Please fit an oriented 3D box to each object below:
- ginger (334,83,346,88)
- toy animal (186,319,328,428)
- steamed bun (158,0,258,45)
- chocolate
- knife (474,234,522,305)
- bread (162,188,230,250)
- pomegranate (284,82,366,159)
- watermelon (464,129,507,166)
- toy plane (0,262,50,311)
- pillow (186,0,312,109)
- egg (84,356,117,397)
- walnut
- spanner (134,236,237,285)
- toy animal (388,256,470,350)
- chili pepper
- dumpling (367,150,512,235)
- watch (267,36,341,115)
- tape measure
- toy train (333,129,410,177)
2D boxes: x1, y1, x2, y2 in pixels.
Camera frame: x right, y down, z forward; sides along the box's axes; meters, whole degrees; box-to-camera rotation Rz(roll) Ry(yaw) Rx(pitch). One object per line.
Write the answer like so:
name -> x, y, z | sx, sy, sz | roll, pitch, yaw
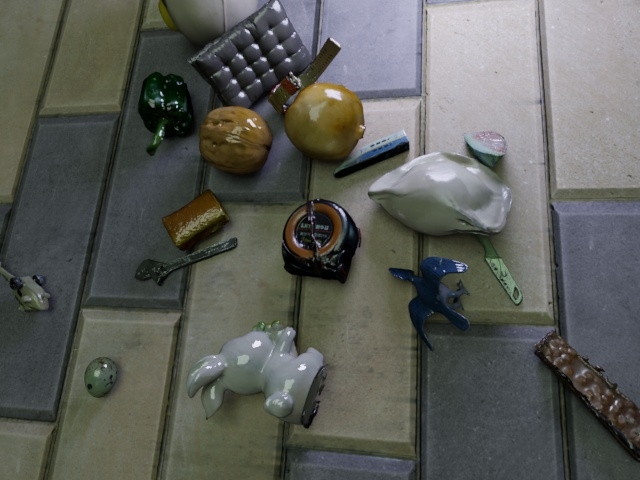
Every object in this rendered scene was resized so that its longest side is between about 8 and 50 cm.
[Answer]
ginger -> 0.025, -0.450, 1.575 | 0.137, 0.044, 0.057 | 5, 109, 21
toy animal -> -0.149, 0.338, 1.273 | 0.310, 0.183, 0.247 | 17, 43, 14
steamed bun -> -0.350, -0.790, 1.606 | 0.334, 0.334, 0.374 | -26, 54, 3
chocolate -> 0.630, 0.354, 1.178 | 0.102, 0.065, 0.329 | -34, 69, -20
knife -> 0.444, 0.036, 1.340 | 0.043, 0.020, 0.293 | -26, 70, 1
bread -> -0.360, -0.058, 1.494 | 0.172, 0.103, 0.132 | -35, 60, -2
pomegranate -> 0.013, -0.336, 1.448 | 0.233, 0.233, 0.233 | -4, 72, 11
watermelon -> 0.458, -0.248, 1.392 | 0.094, 0.081, 0.180 | -28, 31, 22
toy plane -> -0.929, 0.135, 1.569 | 0.286, 0.092, 0.108 | 35, 107, 18
pillow -> -0.205, -0.547, 1.568 | 0.326, 0.228, 0.101 | -39, 34, -5
egg -> -0.607, 0.378, 1.417 | 0.085, 0.085, 0.110 | 7, 89, 14
walnut -> -0.252, -0.294, 1.508 | 0.222, 0.195, 0.195 | 14, 76, 23
spanner -> -0.395, 0.057, 1.509 | 0.325, 0.026, 0.093 | -20, 69, 3
toy animal -> 0.275, 0.141, 1.278 | 0.176, 0.255, 0.239 | 4, 113, -11
chili pepper -> -0.482, -0.389, 1.600 | 0.165, 0.174, 0.261 | 1, 70, -14
dumpling -> 0.318, -0.133, 1.354 | 0.341, 0.181, 0.260 | 2, 45, 46
watch -> -0.055, -0.462, 1.472 | 0.102, 0.268, 0.165 | 47, 64, -6
tape measure -> 0.000, 0.000, 1.388 | 0.202, 0.135, 0.223 | 5, 71, 24
toy train -> 0.140, -0.245, 1.479 | 0.234, 0.052, 0.051 | -22, 66, 5
